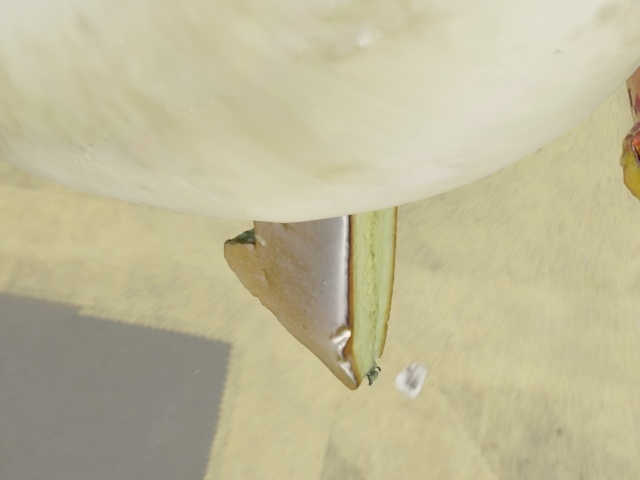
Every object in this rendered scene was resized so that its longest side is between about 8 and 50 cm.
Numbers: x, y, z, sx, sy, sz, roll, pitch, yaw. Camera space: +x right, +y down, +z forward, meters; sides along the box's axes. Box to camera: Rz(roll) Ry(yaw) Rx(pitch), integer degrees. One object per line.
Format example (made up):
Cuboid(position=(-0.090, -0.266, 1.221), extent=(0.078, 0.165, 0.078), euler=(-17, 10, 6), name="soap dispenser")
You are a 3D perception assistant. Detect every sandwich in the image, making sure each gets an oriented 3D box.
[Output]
Cuboid(position=(0.000, 0.000, 1.618), extent=(0.128, 0.122, 0.235), euler=(15, 116, 28), name="sandwich")

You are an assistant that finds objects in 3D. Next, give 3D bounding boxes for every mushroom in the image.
Cuboid(position=(-0.057, -0.163, 0.443), extent=(0.356, 0.315, 0.315), euler=(7, 96, 8), name="mushroom")

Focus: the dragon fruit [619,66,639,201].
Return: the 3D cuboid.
Cuboid(position=(0.384, -0.113, 1.706), extent=(0.296, 0.314, 0.263), euler=(35, 71, -4), name="dragon fruit")
